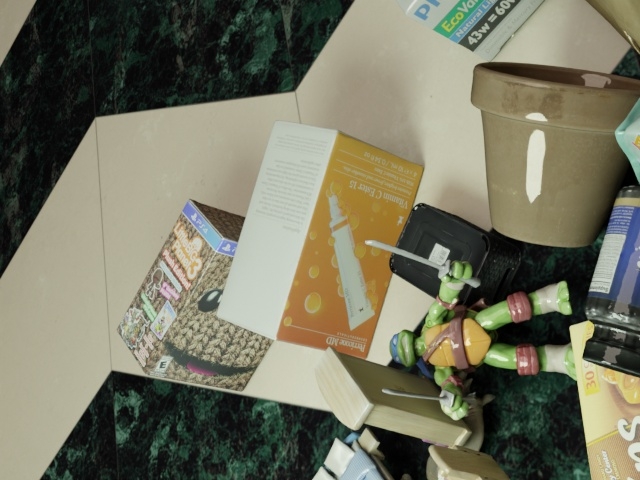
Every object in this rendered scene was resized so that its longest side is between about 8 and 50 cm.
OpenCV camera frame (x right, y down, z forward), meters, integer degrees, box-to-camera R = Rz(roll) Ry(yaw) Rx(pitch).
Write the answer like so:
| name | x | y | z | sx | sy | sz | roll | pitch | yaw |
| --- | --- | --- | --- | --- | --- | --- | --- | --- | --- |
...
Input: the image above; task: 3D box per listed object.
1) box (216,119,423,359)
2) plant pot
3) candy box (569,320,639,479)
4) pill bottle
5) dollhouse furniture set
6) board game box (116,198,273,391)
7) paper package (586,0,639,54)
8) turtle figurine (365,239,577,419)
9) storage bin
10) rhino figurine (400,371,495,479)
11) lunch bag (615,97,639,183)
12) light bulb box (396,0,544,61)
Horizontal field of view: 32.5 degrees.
| name | x | y | z | sx | sy | sz | roll | pitch | yaw |
| --- | --- | --- | --- | --- | --- | --- | --- | --- | --- |
| box | 0.000 | 0.000 | 1.834 | 0.168 | 0.215 | 0.346 | 16 | 90 | 48 |
| plant pot | 0.327 | -0.117 | 1.522 | 0.263 | 0.263 | 0.229 | 23 | 111 | 48 |
| candy box | 0.432 | 0.240 | 1.380 | 0.182 | 0.087 | 0.317 | -24 | 61 | 40 |
| pill bottle | 0.393 | 0.053 | 1.336 | 0.122 | 0.122 | 0.219 | 12 | 83 | 48 |
| dollhouse furniture set | 0.058 | 0.357 | 1.551 | 0.303 | 0.198 | 0.286 | -59 | 35 | 15 |
| board game box | -0.187 | 0.105 | 1.989 | 0.141 | 0.232 | 0.291 | 45 | 111 | 44 |
| paper package | 0.462 | -0.448 | 1.443 | 0.324 | 0.168 | 0.309 | -36 | 49 | 7 |
| turtle figurine | 0.214 | 0.135 | 1.507 | 0.266 | 0.275 | 0.198 | -8 | 53 | 12 |
| storage bin | 0.206 | 0.030 | 1.701 | 0.180 | 0.084 | 0.122 | 32 | 101 | 48 |
| rhino figurine | 0.196 | 0.300 | 1.629 | 0.106 | 0.073 | 0.243 | 12 | 85 | 52 |
| lunch bag | 0.532 | -0.164 | 1.354 | 0.223 | 0.160 | 0.262 | 9 | 49 | 49 |
| light bulb box | 0.245 | -0.550 | 1.748 | 0.358 | 0.225 | 0.361 | -47 | 48 | 25 |
